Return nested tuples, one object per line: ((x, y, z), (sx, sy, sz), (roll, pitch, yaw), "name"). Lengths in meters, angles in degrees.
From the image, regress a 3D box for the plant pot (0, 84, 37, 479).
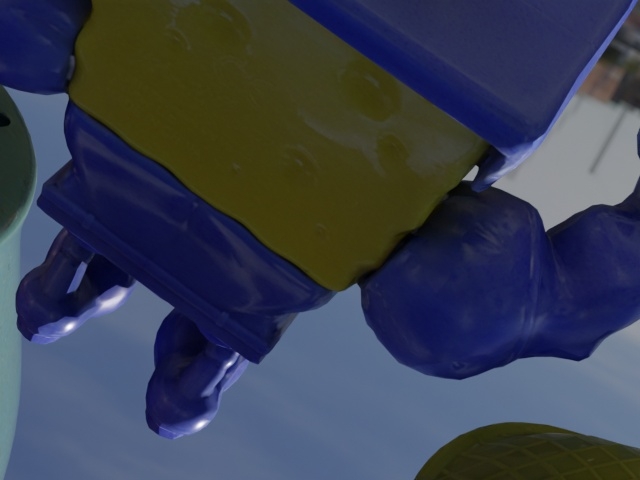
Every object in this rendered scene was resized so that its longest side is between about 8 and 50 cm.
((-0.238, 0.039, 0.700), (0.271, 0.255, 0.271), (19, -145, -14), "plant pot")

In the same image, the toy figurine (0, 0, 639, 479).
((0.000, 0.000, 0.384), (0.362, 0.217, 0.191), (37, -136, 3), "toy figurine")
